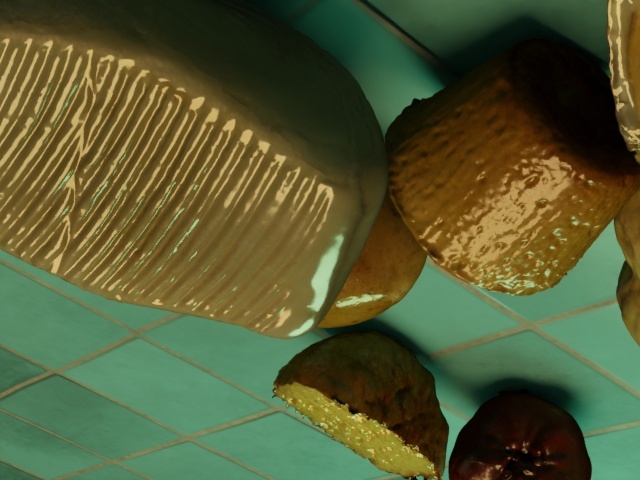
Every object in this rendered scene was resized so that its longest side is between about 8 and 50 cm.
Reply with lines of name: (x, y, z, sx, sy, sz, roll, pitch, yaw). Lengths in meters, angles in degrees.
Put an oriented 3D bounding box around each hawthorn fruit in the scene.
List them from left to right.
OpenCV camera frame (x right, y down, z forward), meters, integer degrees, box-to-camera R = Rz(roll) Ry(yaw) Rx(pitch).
hawthorn fruit: (0.260, 0.291, 1.554, 0.185, 0.185, 0.202, 4, 163, 17)

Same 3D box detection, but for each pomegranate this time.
pomegranate: (0.000, 0.000, 1.177, 0.196, 0.196, 0.196, 11, 149, 7)

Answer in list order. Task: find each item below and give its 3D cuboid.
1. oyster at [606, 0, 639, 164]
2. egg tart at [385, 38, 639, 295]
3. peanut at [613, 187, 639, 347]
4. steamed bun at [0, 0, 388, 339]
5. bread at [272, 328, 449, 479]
oyster: (0.294, -0.156, 0.843, 0.271, 0.100, 0.275, -27, 96, 50)
egg tart: (0.166, -0.072, 0.998, 0.202, 0.202, 0.147, 26, 134, -18)
peanut: (0.340, 0.029, 1.098, 0.152, 0.152, 0.313, 1, 151, 22)
steamed bun: (-0.132, -0.100, 1.014, 0.383, 0.236, 0.247, 19, 129, -2)
bread: (0.063, 0.186, 1.501, 0.129, 0.134, 0.260, -5, 141, 48)
